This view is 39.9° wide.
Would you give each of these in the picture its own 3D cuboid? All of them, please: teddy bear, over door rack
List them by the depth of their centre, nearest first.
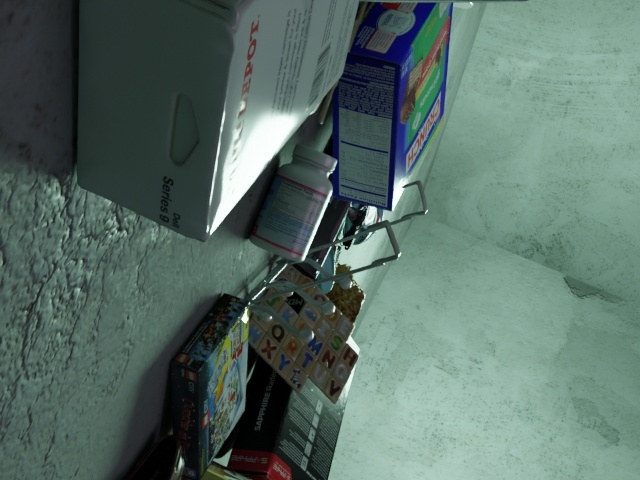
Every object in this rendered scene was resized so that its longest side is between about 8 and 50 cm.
[{"bbox_3d":[0.023,0.052,1.377,0.324,0.108,0.239,-31,-172,24],"label":"over door rack"},{"bbox_3d":[0.006,0.159,1.966,0.338,0.113,0.245,-153,-95,-86],"label":"teddy bear"}]

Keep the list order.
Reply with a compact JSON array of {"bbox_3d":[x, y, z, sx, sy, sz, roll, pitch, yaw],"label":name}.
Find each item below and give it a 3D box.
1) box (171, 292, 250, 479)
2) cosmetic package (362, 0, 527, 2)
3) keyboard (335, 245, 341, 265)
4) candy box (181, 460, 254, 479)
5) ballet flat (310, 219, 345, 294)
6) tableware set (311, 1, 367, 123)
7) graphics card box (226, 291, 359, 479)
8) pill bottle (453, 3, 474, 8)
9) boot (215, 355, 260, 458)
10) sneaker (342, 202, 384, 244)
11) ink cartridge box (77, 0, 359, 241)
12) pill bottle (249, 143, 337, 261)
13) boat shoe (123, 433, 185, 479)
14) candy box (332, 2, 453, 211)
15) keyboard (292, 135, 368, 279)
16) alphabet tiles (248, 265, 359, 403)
[{"bbox_3d":[-0.159,0.215,1.282,0.159,0.044,0.233,-55,157,-50],"label":"box"},{"bbox_3d":[0.173,-0.385,1.151,0.224,0.225,0.138,-46,139,-64],"label":"cosmetic package"},{"bbox_3d":[0.029,0.096,2.179,0.100,0.038,0.192,-55,166,-52],"label":"keyboard"},{"bbox_3d":[-0.102,0.431,1.378,0.183,0.317,0.087,71,43,-76],"label":"candy box"},{"bbox_3d":[0.000,0.000,1.689,0.073,0.067,0.206,9,94,-37],"label":"ballet flat"},{"bbox_3d":[-0.002,-0.257,1.130,0.194,0.039,0.128,-70,160,-7],"label":"tableware set"},{"bbox_3d":[-0.041,0.307,1.658,0.232,0.094,0.370,55,42,-46],"label":"graphics card box"},{"bbox_3d":[0.282,-0.574,1.613,0.152,0.152,0.271,6,107,-80],"label":"pill bottle"},{"bbox_3d":[-0.138,0.295,1.655,0.208,0.076,0.189,-4,111,-70],"label":"boot"},{"bbox_3d":[0.071,-0.090,1.866,0.125,0.104,0.261,-34,146,-42],"label":"sneaker"},{"bbox_3d":[-0.067,-0.172,0.709,0.289,0.122,0.211,-57,167,-46],"label":"ink cartridge box"},{"bbox_3d":[-0.036,-0.056,1.282,0.087,0.087,0.160,13,99,-81],"label":"pill bottle"},{"bbox_3d":[-0.240,0.343,1.163,0.207,0.073,0.073,-66,172,-54],"label":"boat shoe"},{"bbox_3d":[0.121,-0.251,1.469,0.317,0.122,0.268,89,25,-49],"label":"candy box"},{"bbox_3d":[0.036,-0.078,1.625,0.201,0.033,0.317,41,70,-50],"label":"keyboard"},{"bbox_3d":[-0.024,0.177,1.598,0.009,0.237,0.198,-21,-152,44],"label":"alphabet tiles"}]
